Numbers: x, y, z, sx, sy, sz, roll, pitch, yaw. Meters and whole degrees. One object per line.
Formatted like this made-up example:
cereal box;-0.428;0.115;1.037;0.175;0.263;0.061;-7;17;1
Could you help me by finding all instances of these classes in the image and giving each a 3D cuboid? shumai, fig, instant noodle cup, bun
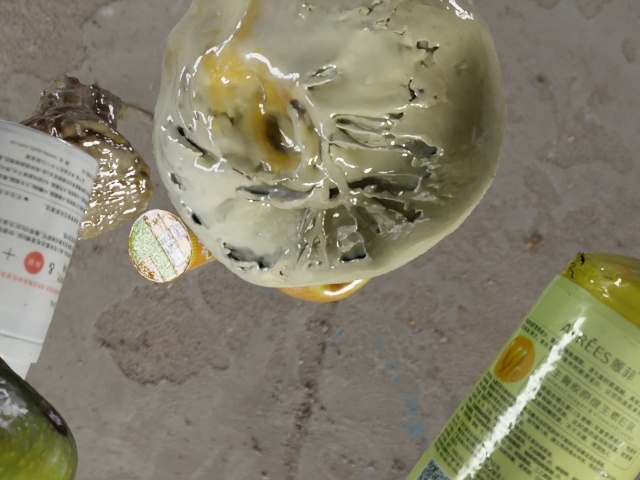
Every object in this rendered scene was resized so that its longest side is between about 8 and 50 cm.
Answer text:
shumai;-0.303;-0.113;1.109;0.166;0.206;0.175;-12;54;-10
fig;-0.201;0.121;0.427;0.123;0.123;0.156;44;62;-4
instant noodle cup;-0.310;0.005;2.004;0.185;0.168;0.168;-12;77;-65
bun;-0.003;-0.089;0.668;0.287;0.146;0.287;4;108;13

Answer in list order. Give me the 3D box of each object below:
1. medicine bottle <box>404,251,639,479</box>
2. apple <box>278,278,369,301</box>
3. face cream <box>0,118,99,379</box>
medicine bottle;0.157;0.119;0.585;0.124;0.124;0.239;34;94;-8
apple;0.000;0.000;1.974;0.302;0.301;0.301;5;75;-18
face cream;-0.342;0.073;0.877;0.145;0.145;0.369;19;80;-14
